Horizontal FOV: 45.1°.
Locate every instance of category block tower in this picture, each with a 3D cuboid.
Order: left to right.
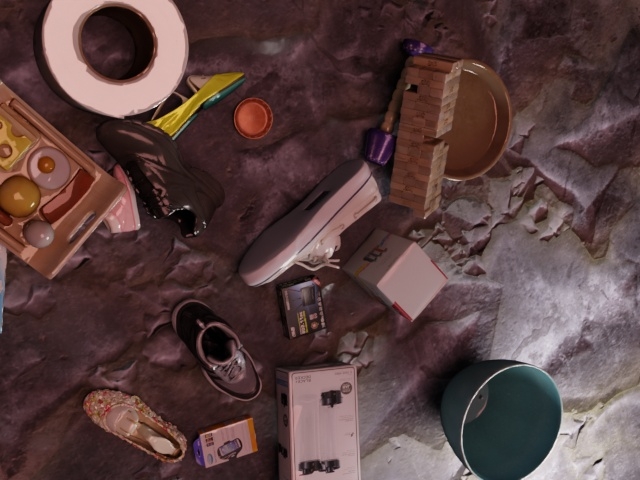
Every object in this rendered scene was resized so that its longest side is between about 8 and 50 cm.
[{"bbox_3d":[0.221,-0.222,1.643,0.091,0.097,0.336,-34,135,-52],"label":"block tower"}]

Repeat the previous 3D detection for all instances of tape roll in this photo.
[{"bbox_3d":[-0.373,-0.343,1.361,0.246,0.169,0.246,-5,102,-24],"label":"tape roll"}]

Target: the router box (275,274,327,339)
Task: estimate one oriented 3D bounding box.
[{"bbox_3d":[-0.041,0.145,1.677,0.092,0.038,0.123,-15,105,-21],"label":"router box"}]

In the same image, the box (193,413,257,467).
[{"bbox_3d":[-0.208,0.434,1.659,0.136,0.028,0.081,-12,104,-20],"label":"box"}]

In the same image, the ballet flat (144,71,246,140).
[{"bbox_3d":[-0.249,-0.271,1.490,0.231,0.077,0.077,-43,97,-10],"label":"ballet flat"}]

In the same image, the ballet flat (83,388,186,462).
[{"bbox_3d":[-0.362,0.374,1.547,0.241,0.077,0.091,35,84,-25],"label":"ballet flat"}]

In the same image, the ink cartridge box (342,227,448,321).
[{"bbox_3d":[0.159,0.071,1.683,0.127,0.176,0.128,-49,114,-7],"label":"ink cartridge box"}]

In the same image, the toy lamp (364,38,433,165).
[{"bbox_3d":[0.167,-0.296,1.674,0.080,0.080,0.275,21,91,-27],"label":"toy lamp"}]

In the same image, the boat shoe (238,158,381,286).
[{"bbox_3d":[-0.004,-0.002,1.628,0.367,0.136,0.156,-45,118,-22],"label":"boat shoe"}]

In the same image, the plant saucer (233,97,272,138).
[{"bbox_3d":[-0.139,-0.250,1.575,0.083,0.013,0.084,-4,100,-25],"label":"plant saucer"}]

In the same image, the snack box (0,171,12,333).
[{"bbox_3d":[-0.651,0.003,1.353,0.187,0.060,0.322,3,98,-27],"label":"snack box"}]

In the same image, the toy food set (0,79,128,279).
[{"bbox_3d":[-0.514,-0.107,1.319,0.306,0.092,0.220,45,75,-32],"label":"toy food set"}]

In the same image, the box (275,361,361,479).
[{"bbox_3d":[-0.006,0.419,1.685,0.169,0.087,0.290,-3,88,-25],"label":"box"}]

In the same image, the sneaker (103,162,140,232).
[{"bbox_3d":[-0.391,-0.076,1.466,0.070,0.051,0.134,-17,110,-27],"label":"sneaker"}]

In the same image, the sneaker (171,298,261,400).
[{"bbox_3d":[-0.195,0.242,1.558,0.101,0.153,0.269,-40,113,-13],"label":"sneaker"}]

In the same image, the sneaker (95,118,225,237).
[{"bbox_3d":[-0.302,-0.114,1.438,0.286,0.109,0.130,39,52,-29],"label":"sneaker"}]

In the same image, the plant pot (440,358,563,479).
[{"bbox_3d":[0.400,0.407,1.843,0.290,0.195,0.290,-5,101,-25],"label":"plant pot"}]

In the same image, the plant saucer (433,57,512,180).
[{"bbox_3d":[0.320,-0.277,1.770,0.277,0.041,0.278,-4,101,-24],"label":"plant saucer"}]
